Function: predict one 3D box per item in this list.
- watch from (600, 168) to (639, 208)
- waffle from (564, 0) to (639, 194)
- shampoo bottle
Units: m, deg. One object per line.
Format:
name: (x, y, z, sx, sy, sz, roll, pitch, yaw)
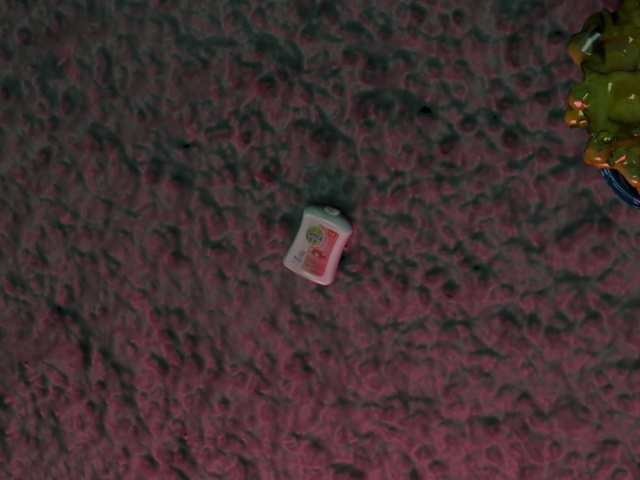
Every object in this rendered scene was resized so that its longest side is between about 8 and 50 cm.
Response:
watch: (0.419, -0.103, 1.602, 0.196, 0.171, 0.200, -28, 84, 13)
waffle: (0.457, -0.154, 1.482, 0.382, 0.380, 0.095, 34, 156, 16)
shampoo bottle: (0.000, 0.000, 1.828, 0.072, 0.043, 0.099, 27, 113, 9)
